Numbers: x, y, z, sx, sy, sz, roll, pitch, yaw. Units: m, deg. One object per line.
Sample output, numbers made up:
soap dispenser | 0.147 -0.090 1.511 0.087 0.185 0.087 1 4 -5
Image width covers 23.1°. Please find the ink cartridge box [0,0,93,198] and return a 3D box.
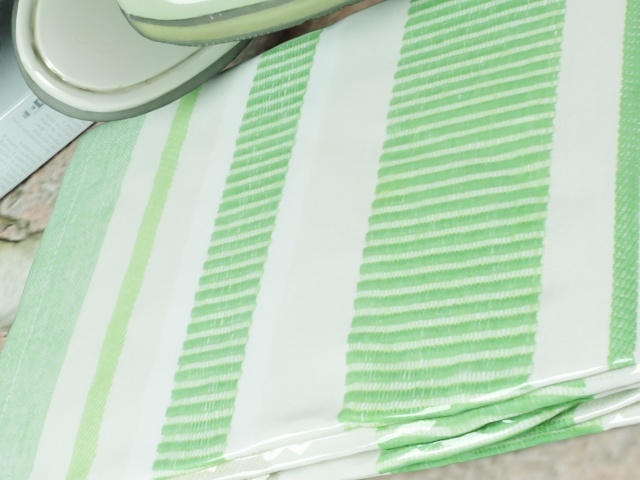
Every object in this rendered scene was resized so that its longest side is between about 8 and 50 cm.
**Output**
ink cartridge box | -0.223 -0.079 0.891 0.224 0.045 0.223 -40 37 7

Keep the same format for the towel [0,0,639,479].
towel | 0.000 0.000 0.616 0.325 0.038 0.248 -19 42 32

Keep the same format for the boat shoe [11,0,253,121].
boat shoe | -0.051 -0.171 0.776 0.335 0.112 0.095 -64 6 -31

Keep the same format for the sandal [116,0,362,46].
sandal | 0.053 -0.158 0.618 0.303 0.086 0.120 -17 25 5
